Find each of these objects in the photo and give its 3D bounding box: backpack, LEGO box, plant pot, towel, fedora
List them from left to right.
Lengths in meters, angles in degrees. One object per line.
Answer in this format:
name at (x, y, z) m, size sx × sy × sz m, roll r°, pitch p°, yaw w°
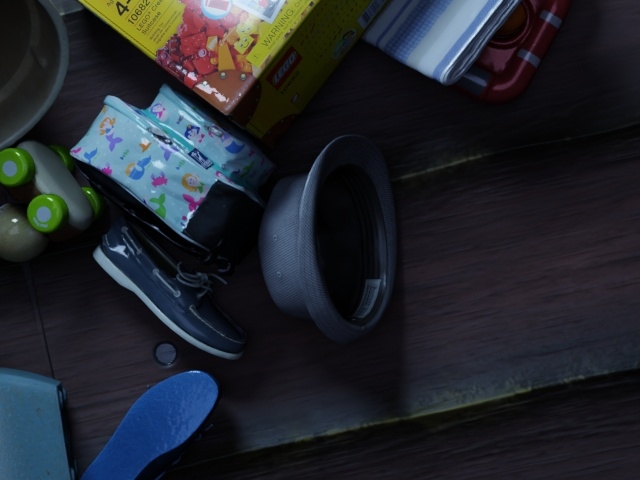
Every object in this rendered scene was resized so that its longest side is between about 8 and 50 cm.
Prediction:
plant pot at (-0.539, -0.308, 1.736) m, size 0.334 × 0.334 × 0.305 m, roll -34°, pitch 56°, yaw 2°
plant pot at (-0.459, 0.280, 1.777) m, size 0.252 × 0.248 × 0.247 m, roll -10°, pitch 88°, yaw -9°
backpack at (-0.195, -0.095, 1.770) m, size 0.253 × 0.225 × 0.191 m, roll 28°, pitch 89°, yaw 15°
LEGO box at (-0.073, -0.437, 1.747) m, size 0.372 × 0.193 × 0.500 m, roll 38°, pitch 91°, yaw 17°
fedora at (0.000, 0.000, 1.779) m, size 0.124 × 0.244 × 0.275 m, roll -3°, pitch 98°, yaw 32°
towel at (0.147, -0.330, 1.763) m, size 0.209 × 0.034 × 0.285 m, roll -52°, pitch 43°, yaw 0°

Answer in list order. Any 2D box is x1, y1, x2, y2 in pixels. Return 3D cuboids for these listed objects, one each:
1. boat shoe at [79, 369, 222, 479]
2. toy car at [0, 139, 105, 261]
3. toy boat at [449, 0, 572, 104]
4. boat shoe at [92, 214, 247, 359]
boat shoe at (-0.236, 0.272, 1.834) m, size 0.258 × 0.089 × 0.109 m, roll -40°, pitch 74°, yaw 7°
toy car at (-0.418, -0.031, 1.827) m, size 0.188 × 0.155 × 0.149 m, roll -38°, pitch 87°, yaw 14°
toy boat at (0.246, -0.302, 1.780) m, size 0.151 × 0.151 × 0.231 m, roll 29°, pitch 91°, yaw 4°
boat shoe at (-0.196, 0.064, 1.832) m, size 0.254 × 0.095 × 0.079 m, roll 39°, pitch 103°, yaw 13°
